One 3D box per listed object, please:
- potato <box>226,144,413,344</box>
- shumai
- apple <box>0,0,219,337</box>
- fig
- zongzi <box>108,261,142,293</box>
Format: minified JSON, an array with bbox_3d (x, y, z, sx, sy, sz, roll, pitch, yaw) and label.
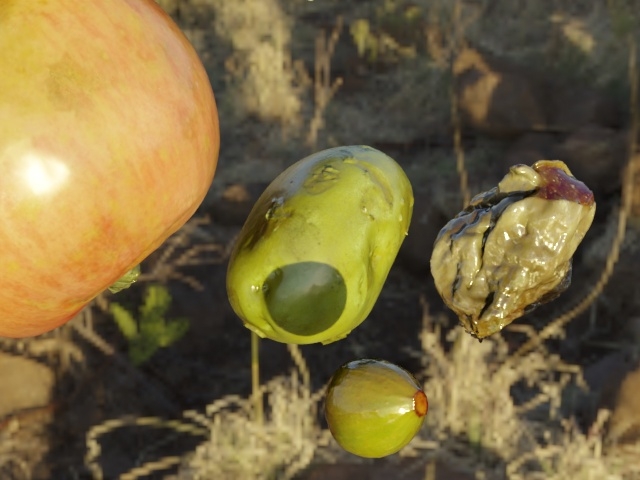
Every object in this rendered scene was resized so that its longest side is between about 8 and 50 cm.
[{"bbox_3d":[0.000,0.000,1.386,0.149,0.186,0.253,23,25,2],"label":"potato"},{"bbox_3d":[0.243,-0.015,1.876,0.218,0.185,0.184,-31,49,-26],"label":"shumai"},{"bbox_3d":[-0.287,-0.103,1.402,0.364,0.363,0.364,0,23,0],"label":"apple"},{"bbox_3d":[0.044,0.121,1.051,0.074,0.074,0.088,-19,4,-37],"label":"fig"},{"bbox_3d":[-0.292,-0.007,2.067,0.062,0.154,0.130,-2,-11,-14],"label":"zongzi"}]
